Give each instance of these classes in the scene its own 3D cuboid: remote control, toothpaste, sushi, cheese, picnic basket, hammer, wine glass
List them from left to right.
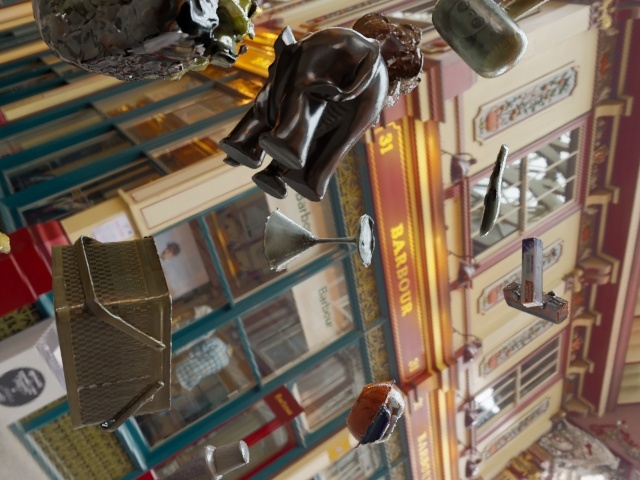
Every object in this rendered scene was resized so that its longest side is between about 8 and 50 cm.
[{"bbox_3d":[-0.302,0.135,0.813,0.165,0.139,0.267,-124,-144,-47],"label":"picnic basket"},{"bbox_3d":[-0.285,-0.417,0.949,0.328,0.285,0.328,-18,-99,26],"label":"sushi"},{"bbox_3d":[-0.264,0.437,1.027,0.068,0.282,0.099,-108,172,-47],"label":"toothpaste"},{"bbox_3d":[0.000,0.000,1.285,0.232,0.156,0.156,-1,-57,20],"label":"wine glass"},{"bbox_3d":[0.147,0.474,1.502,0.129,0.217,0.329,29,-5,9],"label":"cheese"},{"bbox_3d":[0.468,-0.132,1.495,0.045,0.097,0.256,12,-80,16],"label":"remote control"},{"bbox_3d":[0.382,-0.449,1.062,0.202,0.305,0.113,58,-3,23],"label":"hammer"},{"bbox_3d":[0.589,0.086,1.549,0.047,0.040,0.196,-15,-123,46],"label":"toothpaste"}]

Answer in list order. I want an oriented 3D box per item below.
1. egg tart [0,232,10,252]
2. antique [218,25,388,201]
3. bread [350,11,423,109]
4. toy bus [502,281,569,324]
[{"bbox_3d":[-0.797,-0.024,1.149,0.294,0.116,0.295,25,-18,9],"label":"egg tart"},{"bbox_3d":[-0.020,-0.203,0.865,0.185,0.255,0.322,33,-12,-26],"label":"antique"},{"bbox_3d":[0.151,-0.450,1.427,0.232,0.247,0.135,27,-15,23],"label":"bread"},{"bbox_3d":[0.626,0.181,1.626,0.192,0.065,0.077,21,-46,55],"label":"toy bus"}]
